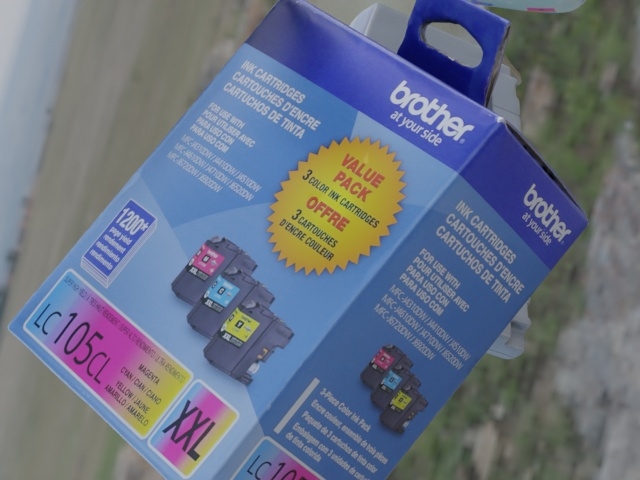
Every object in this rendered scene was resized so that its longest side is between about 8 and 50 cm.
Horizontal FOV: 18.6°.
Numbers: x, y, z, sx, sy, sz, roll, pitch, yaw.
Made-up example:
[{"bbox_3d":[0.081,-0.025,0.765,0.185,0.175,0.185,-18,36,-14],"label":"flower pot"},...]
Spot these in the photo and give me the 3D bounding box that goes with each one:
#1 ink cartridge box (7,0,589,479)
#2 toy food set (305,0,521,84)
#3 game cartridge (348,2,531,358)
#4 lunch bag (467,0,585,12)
[{"bbox_3d":[0.000,0.000,1.414,0.395,0.151,0.270,-50,45,-5],"label":"ink cartridge box"},{"bbox_3d":[0.098,-0.275,2.215,0.219,0.092,0.306,-23,63,25],"label":"toy food set"},{"bbox_3d":[0.092,-0.056,1.709,0.062,0.198,0.297,-38,43,48],"label":"game cartridge"},{"bbox_3d":[0.200,-0.375,1.961,0.108,0.224,0.279,92,-174,-82],"label":"lunch bag"}]
